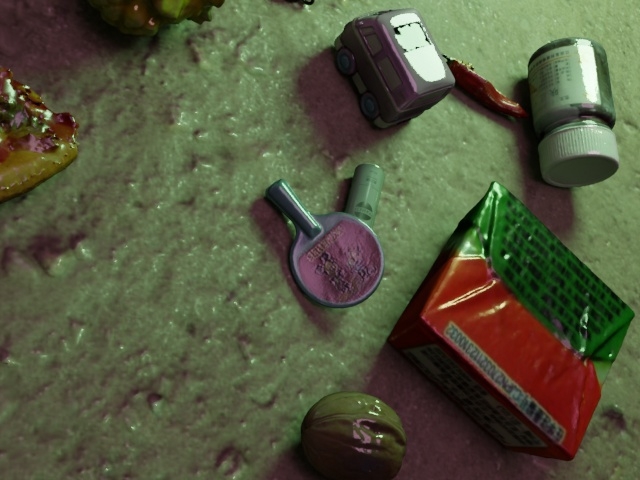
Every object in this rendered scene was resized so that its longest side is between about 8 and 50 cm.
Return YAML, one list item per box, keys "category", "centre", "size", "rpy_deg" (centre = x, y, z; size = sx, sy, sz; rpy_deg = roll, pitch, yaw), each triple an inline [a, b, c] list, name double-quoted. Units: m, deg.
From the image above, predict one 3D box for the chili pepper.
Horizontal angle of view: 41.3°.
- category: "chili pepper"
  centre: [0.318, -0.313, 1.713]
  size: [0.268, 0.059, 0.050]
  rpy_deg: [34, 96, -17]

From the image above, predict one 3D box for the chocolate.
- category: "chocolate"
  centre: [0.323, 0.142, 1.460]
  size: [0.360, 0.161, 0.341]
  rpy_deg: [42, 56, -8]

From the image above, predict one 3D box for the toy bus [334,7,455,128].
- category: "toy bus"
  centre: [0.134, -0.325, 1.550]
  size: [0.142, 0.142, 0.202]
  rpy_deg: [-24, 84, -35]

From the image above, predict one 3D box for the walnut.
- category: "walnut"
  centre: [0.051, 0.294, 1.259]
  size: [0.162, 0.140, 0.140]
  rpy_deg: [32, 57, -27]

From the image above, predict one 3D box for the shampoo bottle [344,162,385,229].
- category: "shampoo bottle"
  centre: [0.066, -0.039, 1.449]
  size: [0.056, 0.056, 0.195]
  rpy_deg: [25, 60, -20]

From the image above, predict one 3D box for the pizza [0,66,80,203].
- category: "pizza"
  centre: [-0.567, -0.209, 1.110]
  size: [0.440, 0.130, 0.406]
  rpy_deg: [-20, 84, -34]

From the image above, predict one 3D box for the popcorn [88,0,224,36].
- category: "popcorn"
  centre: [-0.259, -0.452, 1.332]
  size: [0.270, 0.224, 0.258]
  rpy_deg: [-37, 108, -44]

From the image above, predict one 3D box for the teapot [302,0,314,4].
- category: "teapot"
  centre: [-0.047, -0.476, 1.566]
  size: [0.100, 0.045, 0.068]
  rpy_deg: [45, 57, -6]

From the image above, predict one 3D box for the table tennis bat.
- category: "table tennis bat"
  centre: [0.000, 0.000, 1.389]
  size: [0.153, 0.040, 0.244]
  rpy_deg: [-40, 86, -10]

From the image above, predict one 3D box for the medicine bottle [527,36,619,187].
- category: "medicine bottle"
  centre: [0.514, -0.261, 1.732]
  size: [0.165, 0.165, 0.273]
  rpy_deg: [12, 65, -26]
